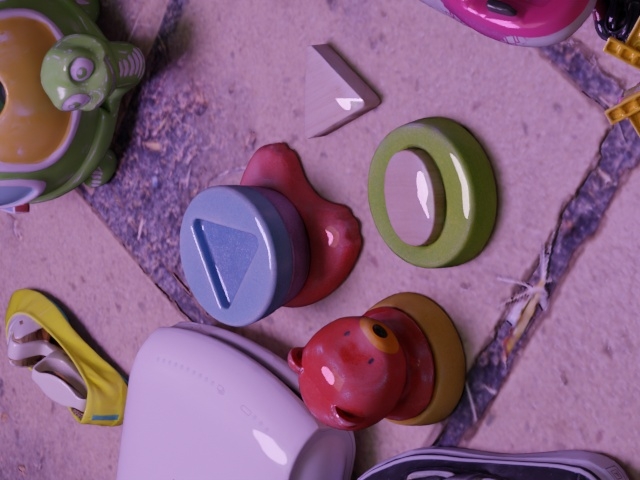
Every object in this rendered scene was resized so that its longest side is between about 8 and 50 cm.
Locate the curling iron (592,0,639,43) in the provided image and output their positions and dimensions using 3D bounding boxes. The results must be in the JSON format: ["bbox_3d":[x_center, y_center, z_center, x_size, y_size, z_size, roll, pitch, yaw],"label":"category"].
[{"bbox_3d":[0.217,-0.277,1.424,0.068,0.035,0.274,-14,84,26],"label":"curling iron"}]

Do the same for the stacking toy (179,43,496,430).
[{"bbox_3d":[0.000,0.000,1.640,0.309,0.130,0.280,38,125,34],"label":"stacking toy"}]

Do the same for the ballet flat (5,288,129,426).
[{"bbox_3d":[-0.290,0.125,2.008,0.231,0.077,0.077,38,125,34],"label":"ballet flat"}]

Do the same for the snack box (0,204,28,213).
[{"bbox_3d":[-0.350,-0.121,2.056,0.064,0.022,0.178,13,108,43],"label":"snack box"}]

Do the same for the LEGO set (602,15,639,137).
[{"bbox_3d":[0.272,-0.135,1.334,0.132,0.107,0.287,-5,110,20],"label":"LEGO set"}]

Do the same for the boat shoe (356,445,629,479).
[{"bbox_3d":[0.107,0.236,1.588,0.335,0.119,0.121,-20,84,47],"label":"boat shoe"}]

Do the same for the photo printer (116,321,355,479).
[{"bbox_3d":[-0.089,0.243,1.804,0.256,0.107,0.308,29,119,39],"label":"photo printer"}]

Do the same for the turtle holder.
[{"bbox_3d":[-0.323,-0.134,1.867,0.320,0.227,0.243,27,113,31],"label":"turtle holder"}]

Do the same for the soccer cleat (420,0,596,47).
[{"bbox_3d":[0.112,-0.233,1.477,0.116,0.143,0.331,-45,51,-3],"label":"soccer cleat"}]
